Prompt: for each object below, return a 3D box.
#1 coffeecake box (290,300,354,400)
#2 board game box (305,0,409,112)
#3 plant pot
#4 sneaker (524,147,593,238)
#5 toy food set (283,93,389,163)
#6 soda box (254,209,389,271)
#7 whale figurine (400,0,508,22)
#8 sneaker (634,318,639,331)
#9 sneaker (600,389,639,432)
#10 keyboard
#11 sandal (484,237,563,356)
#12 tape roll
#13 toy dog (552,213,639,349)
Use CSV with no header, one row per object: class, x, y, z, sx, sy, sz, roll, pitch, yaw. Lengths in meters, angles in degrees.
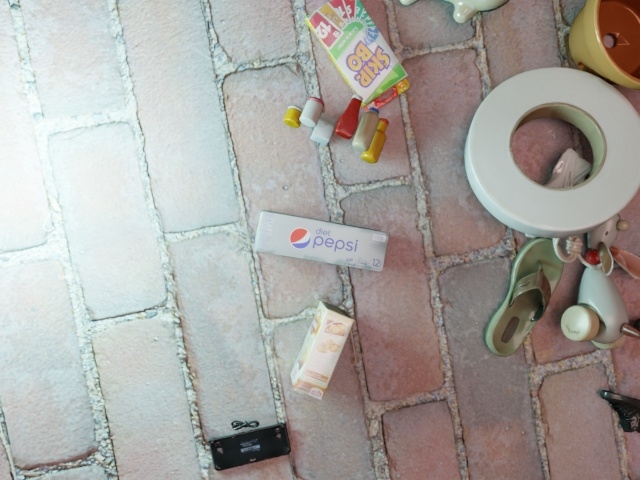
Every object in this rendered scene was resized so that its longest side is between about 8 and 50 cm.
coffeecake box,0.001,0.238,1.427,0.068,0.142,0.185,22,90,-7
board game box,0.088,-0.426,1.464,0.124,0.039,0.259,-35,99,-3
plant pot,0.699,-0.469,1.449,0.291,0.203,0.290,0,92,-7
sneaker,0.558,-0.095,1.490,0.115,0.090,0.232,32,90,16
toy food set,0.045,-0.270,1.430,0.232,0.111,0.104,23,78,-6
soda box,0.000,0.000,1.439,0.286,0.098,0.091,10,93,-7
whale figurine,0.314,-0.592,1.450,0.272,0.141,0.216,-4,94,18
sneaker,0.867,0.210,1.566,0.234,0.078,0.106,19,87,-11
sneaker,0.751,0.426,1.572,0.170,0.051,0.089,17,86,-11
keyboard,-0.164,0.456,1.479,0.180,0.023,0.108,-12,100,-7
sandal,0.490,0.138,1.509,0.120,0.086,0.302,24,90,-7
tape roll,0.522,-0.198,1.445,0.392,0.072,0.392,-1,76,5
toy dog,0.669,0.101,1.478,0.220,0.161,0.333,-13,99,-34
